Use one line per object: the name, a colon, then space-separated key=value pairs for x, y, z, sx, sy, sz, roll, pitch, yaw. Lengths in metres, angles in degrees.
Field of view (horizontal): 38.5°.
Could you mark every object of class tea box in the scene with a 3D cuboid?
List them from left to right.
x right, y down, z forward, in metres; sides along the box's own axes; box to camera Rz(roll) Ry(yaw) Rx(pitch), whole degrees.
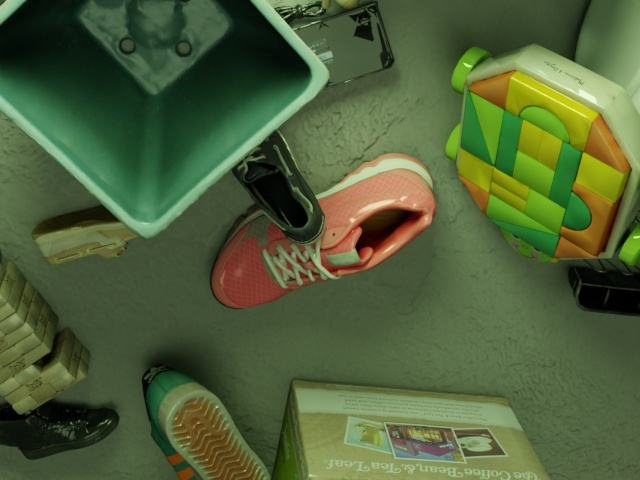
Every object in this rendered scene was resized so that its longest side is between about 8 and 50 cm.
tea box: x=0.102 y=0.394 z=1.267 sx=0.329 sy=0.220 sz=0.323 roll=7 pitch=114 yaw=-11

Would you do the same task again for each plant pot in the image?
plant pot: x=-0.172 y=-0.205 z=0.938 sx=0.247 sy=0.252 sz=0.248 roll=-40 pitch=114 yaw=11

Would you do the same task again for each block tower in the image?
block tower: x=-0.419 y=0.064 z=1.116 sx=0.097 sy=0.091 sz=0.335 roll=-32 pitch=115 yaw=6

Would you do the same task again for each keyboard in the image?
keyboard: x=-0.013 y=-0.229 z=1.073 sx=0.180 sy=0.023 sz=0.108 roll=-19 pitch=104 yaw=-1

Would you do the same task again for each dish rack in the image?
dish rack: x=0.448 y=-0.033 z=1.202 sx=0.208 sy=0.074 sz=0.271 roll=6 pitch=113 yaw=-11

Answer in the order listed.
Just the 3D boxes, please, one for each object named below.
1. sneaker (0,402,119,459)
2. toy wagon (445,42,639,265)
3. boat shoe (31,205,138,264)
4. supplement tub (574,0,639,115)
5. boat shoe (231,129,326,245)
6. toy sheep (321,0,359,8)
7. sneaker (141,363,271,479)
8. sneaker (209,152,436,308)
sneaker: x=-0.364 y=0.241 z=1.223 sx=0.170 sy=0.051 sz=0.089 roll=-19 pitch=122 yaw=5
toy wagon: x=0.264 y=-0.068 z=1.067 sx=0.068 sy=0.267 sz=0.344 roll=-43 pitch=153 yaw=-25
boat shoe: x=-0.264 y=-0.007 z=1.124 sx=0.170 sy=0.063 sz=0.059 roll=-9 pitch=118 yaw=7
supplement tub: x=0.484 y=-0.200 z=1.042 sx=0.325 sy=0.235 sz=0.235 roll=7 pitch=113 yaw=-11
boat shoe: x=-0.065 y=-0.086 z=1.064 sx=0.075 sy=0.065 sz=0.206 roll=-36 pitch=80 yaw=3
toy sheep: x=0.023 y=-0.311 z=1.001 sx=0.091 sy=0.132 sz=0.091 roll=-8 pitch=157 yaw=-4
sneaker: x=-0.155 y=0.285 z=1.249 sx=0.108 sy=0.121 sz=0.302 roll=-31 pitch=127 yaw=-20
sneaker: x=0.000 y=-0.001 z=1.119 sx=0.314 sy=0.136 sz=0.116 roll=-29 pitch=115 yaw=6
